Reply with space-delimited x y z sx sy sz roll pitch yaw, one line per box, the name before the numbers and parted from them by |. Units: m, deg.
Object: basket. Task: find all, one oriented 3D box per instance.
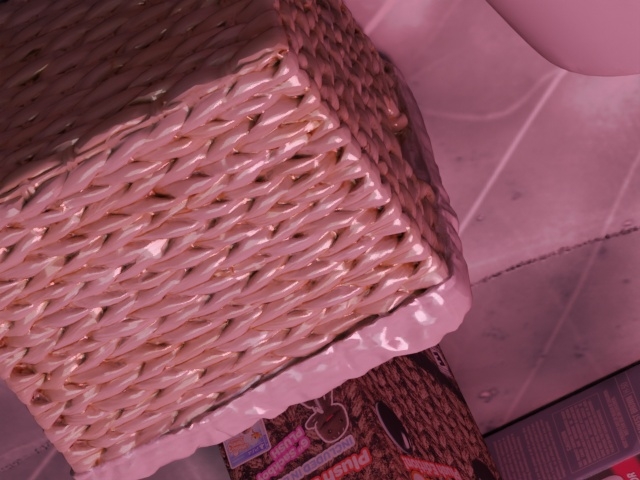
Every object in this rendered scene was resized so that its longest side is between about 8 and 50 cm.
basket | -0.102 -0.052 1.352 0.331 0.328 0.266 -26 124 11

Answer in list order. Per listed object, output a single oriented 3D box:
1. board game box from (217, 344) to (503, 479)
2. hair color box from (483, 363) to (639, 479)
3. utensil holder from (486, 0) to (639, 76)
board game box | 0.044 0.205 1.549 0.141 0.291 0.232 -36 145 17
hair color box | 0.202 0.286 1.781 0.374 0.113 0.185 -27 126 12
utensil holder | 0.148 -0.337 1.183 0.328 0.327 0.385 -36 125 17
